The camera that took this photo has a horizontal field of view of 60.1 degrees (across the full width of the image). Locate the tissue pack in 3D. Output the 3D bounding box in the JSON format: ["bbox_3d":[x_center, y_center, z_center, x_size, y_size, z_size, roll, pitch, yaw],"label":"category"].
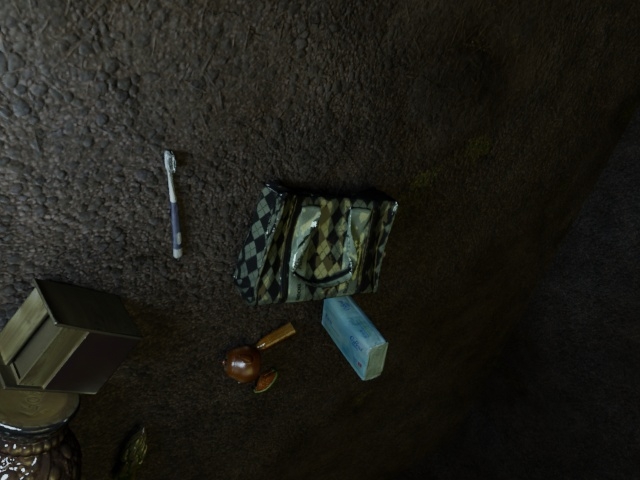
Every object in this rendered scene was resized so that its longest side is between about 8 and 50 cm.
[{"bbox_3d":[0.100,0.291,1.739,0.089,0.263,0.177,-20,137,-25],"label":"tissue pack"}]

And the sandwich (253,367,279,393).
[{"bbox_3d":[-0.181,0.466,1.849,0.069,0.026,0.101,9,117,-43],"label":"sandwich"}]

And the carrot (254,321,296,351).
[{"bbox_3d":[-0.142,0.302,1.703,0.139,0.048,0.048,-28,141,-19],"label":"carrot"}]

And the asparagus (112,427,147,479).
[{"bbox_3d":[-0.562,0.655,1.629,0.080,0.080,0.287,3,123,-45],"label":"asparagus"}]

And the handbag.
[{"bbox_3d":[0.000,0.000,1.453,0.416,0.180,0.316,-3,120,-36],"label":"handbag"}]

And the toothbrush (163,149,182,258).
[{"bbox_3d":[-0.313,-0.067,1.189,0.024,0.026,0.288,-22,140,-31],"label":"toothbrush"}]

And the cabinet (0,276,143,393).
[{"bbox_3d":[-0.529,0.199,1.146,0.175,0.148,0.215,-50,148,8],"label":"cabinet"}]

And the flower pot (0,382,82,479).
[{"bbox_3d":[-0.648,0.447,1.206,0.266,0.266,0.267,2,114,-45],"label":"flower pot"}]

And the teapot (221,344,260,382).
[{"bbox_3d":[-0.241,0.364,1.632,0.116,0.116,0.173,-18,164,-31],"label":"teapot"}]
